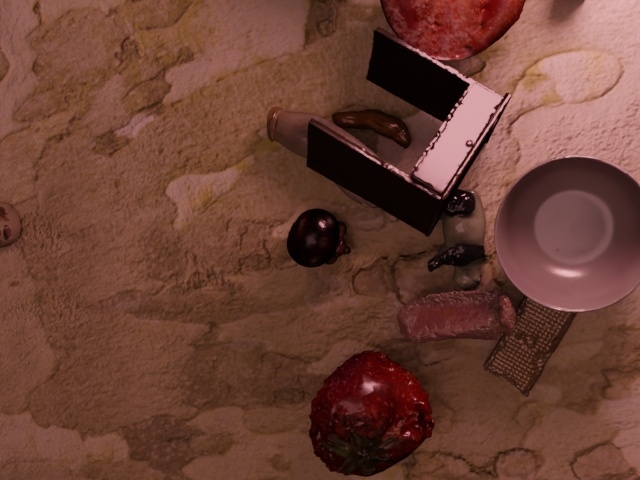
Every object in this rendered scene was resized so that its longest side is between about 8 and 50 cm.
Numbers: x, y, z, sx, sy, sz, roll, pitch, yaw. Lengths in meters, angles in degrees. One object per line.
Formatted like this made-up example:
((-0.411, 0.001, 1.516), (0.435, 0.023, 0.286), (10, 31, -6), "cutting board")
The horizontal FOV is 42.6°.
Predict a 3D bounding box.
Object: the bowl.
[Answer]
((0.472, -0.020, 1.535), (0.287, 0.144, 0.286), (2, 100, 14), "bowl")

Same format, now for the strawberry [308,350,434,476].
((0.102, 0.355, 1.726), (0.274, 0.220, 0.274), (-1, 132, -2), "strawberry")

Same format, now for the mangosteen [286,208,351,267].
((0.000, 0.000, 1.742), (0.140, 0.140, 0.140), (4, 102, 20), "mangosteen")

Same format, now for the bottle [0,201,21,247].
((-0.848, -0.021, 1.971), (0.120, 0.253, 0.120), (4, 102, 19), "bottle")

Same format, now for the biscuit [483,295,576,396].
((0.425, 0.192, 1.646), (0.108, 0.062, 0.238), (30, 109, 13), "biscuit")

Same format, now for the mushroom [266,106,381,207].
((0.035, -0.175, 1.706), (0.351, 0.097, 0.109), (37, 108, 14), "mushroom")

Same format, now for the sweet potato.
((0.107, -0.243, 1.685), (0.182, 0.054, 0.053), (20, 65, 21), "sweet potato")

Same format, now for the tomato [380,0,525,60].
((0.257, -0.496, 1.517), (0.309, 0.170, 0.308), (5, 118, 9), "tomato")

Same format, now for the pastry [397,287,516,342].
((0.287, 0.152, 1.650), (0.265, 0.112, 0.102), (-7, 83, 40), "pastry")

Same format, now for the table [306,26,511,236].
((0.155, -0.203, 1.534), (0.282, 0.196, 0.250), (32, 74, 9), "table")

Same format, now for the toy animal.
((0.274, 0.000, 1.654), (0.121, 0.094, 0.225), (-3, 98, 12), "toy animal")
